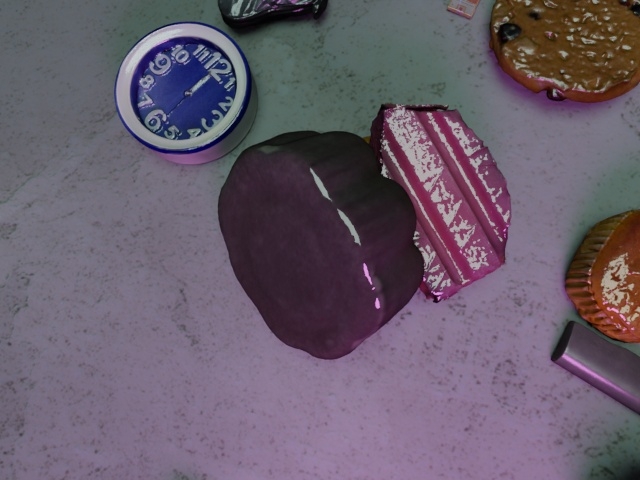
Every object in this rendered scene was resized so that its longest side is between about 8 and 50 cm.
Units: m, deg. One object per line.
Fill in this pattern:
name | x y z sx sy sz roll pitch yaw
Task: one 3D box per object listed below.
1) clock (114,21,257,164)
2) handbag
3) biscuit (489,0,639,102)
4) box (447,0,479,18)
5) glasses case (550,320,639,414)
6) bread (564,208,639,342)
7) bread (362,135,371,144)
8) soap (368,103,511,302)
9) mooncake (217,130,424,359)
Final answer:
clock | -0.224 -0.247 0.845 0.230 0.083 0.231 -1 78 5
handbag | -0.107 -0.527 0.889 0.191 0.075 0.333 -13 76 -1
biscuit | 0.417 -0.354 0.807 0.295 0.075 0.296 -2 77 9
box | 0.259 -0.431 0.866 0.046 0.012 0.083 26 82 7
glasses case | 0.443 0.198 0.732 0.190 0.042 0.072 32 77 9
bread | 0.469 0.052 0.721 0.199 0.104 0.199 0 81 3
bread | 0.118 -0.159 0.817 0.157 0.044 0.052 -19 85 3
soap | 0.164 -0.074 0.740 0.182 0.112 0.289 -31 92 -4
mooncake | 0.000 0.000 0.689 0.154 0.306 0.306 -30 76 -39
